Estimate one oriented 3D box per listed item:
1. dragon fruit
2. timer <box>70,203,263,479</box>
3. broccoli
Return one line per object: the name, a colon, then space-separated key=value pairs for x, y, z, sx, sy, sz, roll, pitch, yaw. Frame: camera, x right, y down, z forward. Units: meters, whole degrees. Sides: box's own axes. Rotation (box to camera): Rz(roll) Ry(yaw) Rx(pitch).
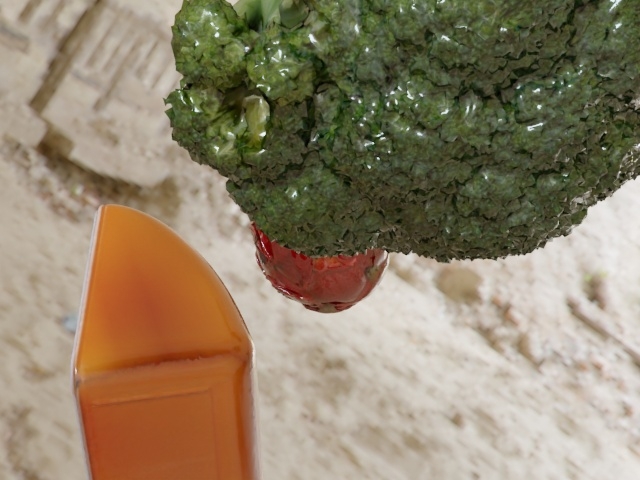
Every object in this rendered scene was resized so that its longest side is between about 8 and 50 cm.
dragon fruit: x=0.000 y=0.000 z=1.597 sx=0.172 sy=0.172 sz=0.209 roll=40 pitch=-12 yaw=35
timer: x=-0.159 y=0.126 z=1.251 sx=0.161 sy=0.257 sz=0.250 roll=-12 pitch=38 yaw=-13
broccoli: x=0.073 y=-0.127 z=0.729 sx=0.321 sy=0.304 sz=0.283 roll=1 pitch=63 yaw=-55
